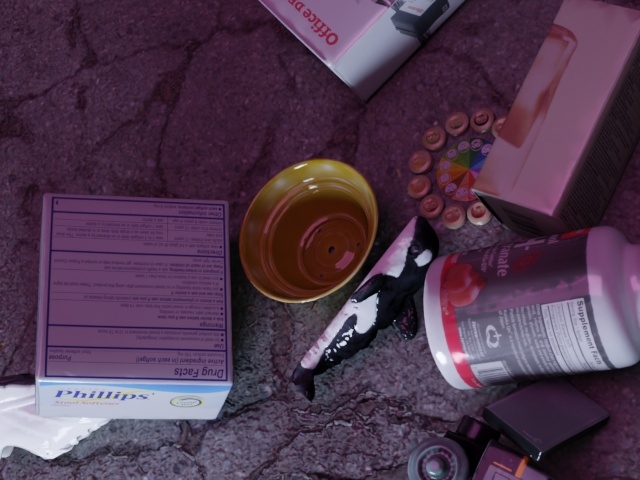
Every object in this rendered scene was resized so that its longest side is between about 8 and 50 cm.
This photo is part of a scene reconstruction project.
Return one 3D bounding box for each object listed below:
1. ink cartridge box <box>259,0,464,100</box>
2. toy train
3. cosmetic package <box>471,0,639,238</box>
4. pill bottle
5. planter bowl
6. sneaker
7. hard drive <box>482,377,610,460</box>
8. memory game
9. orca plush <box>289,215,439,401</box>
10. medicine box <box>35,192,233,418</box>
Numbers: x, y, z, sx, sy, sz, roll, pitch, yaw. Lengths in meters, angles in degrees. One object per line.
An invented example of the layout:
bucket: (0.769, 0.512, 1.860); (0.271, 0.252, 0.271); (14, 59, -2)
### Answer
ink cartridge box: (0.086, -0.398, 2.077); (0.307, 0.129, 0.223); (-45, 56, 4)
toy train: (0.165, 0.384, 1.694); (0.190, 0.142, 0.334); (24, 81, 24)
cosmetic package: (0.332, -0.151, 1.824); (0.129, 0.153, 0.296); (22, 79, 33)
pill bottle: (0.302, 0.079, 1.723); (0.318, 0.176, 0.176); (-11, 64, 24)
planter bowl: (0.000, 0.000, 1.972); (0.217, 0.090, 0.217); (-12, 63, 24)
sneaker: (-0.373, 0.253, 2.068); (0.297, 0.111, 0.129); (-9, 95, 15)
hard drive: (0.277, 0.216, 1.713); (0.094, 0.135, 0.022); (37, 131, 35)
memory game: (0.206, -0.102, 1.954); (0.186, 0.012, 0.186); (-11, 64, 24)
orca plush: (0.080, 0.108, 1.878); (0.102, 0.151, 0.287); (38, 86, 4)
medicine box: (-0.265, 0.093, 1.964); (0.263, 0.149, 0.289); (3, 65, -11)
